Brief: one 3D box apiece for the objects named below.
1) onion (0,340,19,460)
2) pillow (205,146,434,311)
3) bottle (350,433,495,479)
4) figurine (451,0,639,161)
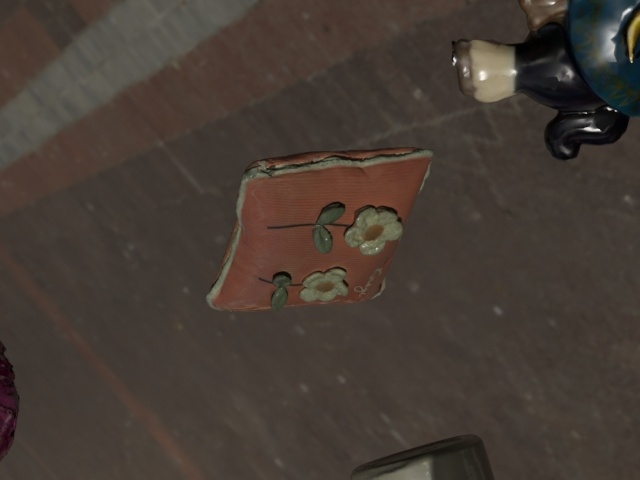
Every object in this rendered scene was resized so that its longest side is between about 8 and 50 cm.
[{"bbox_3d":[-0.206,0.083,0.650,0.115,0.115,0.104,40,154,20],"label":"onion"},{"bbox_3d":[0.000,0.000,1.091,0.179,0.171,0.075,110,147,-45],"label":"pillow"},{"bbox_3d":[0.104,0.271,1.001,0.110,0.110,0.233,144,110,-71],"label":"bottle"},{"bbox_3d":[0.289,-0.173,0.940,0.411,0.306,0.241,29,180,16],"label":"figurine"}]
